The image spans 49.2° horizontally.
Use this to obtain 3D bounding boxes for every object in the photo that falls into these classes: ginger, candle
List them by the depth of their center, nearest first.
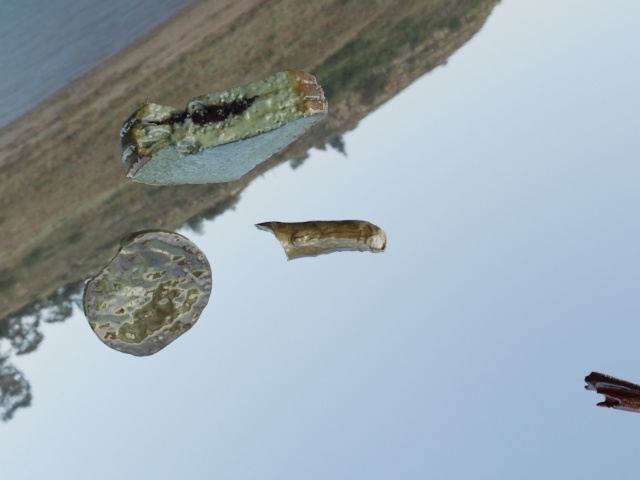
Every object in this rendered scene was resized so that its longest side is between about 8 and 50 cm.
[{"bbox_3d":[0.000,-0.002,0.721,0.137,0.044,0.057,-3,166,4],"label":"ginger"},{"bbox_3d":[0.762,0.372,1.644,0.059,0.084,0.301,-12,-170,-39],"label":"candle"}]

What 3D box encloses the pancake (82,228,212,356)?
[{"bbox_3d":[-0.309,0.093,1.259,0.042,0.222,0.236,22,-89,61],"label":"pancake"}]

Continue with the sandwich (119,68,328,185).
[{"bbox_3d":[-0.166,-0.180,1.130,0.254,0.100,0.288,1,161,-44],"label":"sandwich"}]
